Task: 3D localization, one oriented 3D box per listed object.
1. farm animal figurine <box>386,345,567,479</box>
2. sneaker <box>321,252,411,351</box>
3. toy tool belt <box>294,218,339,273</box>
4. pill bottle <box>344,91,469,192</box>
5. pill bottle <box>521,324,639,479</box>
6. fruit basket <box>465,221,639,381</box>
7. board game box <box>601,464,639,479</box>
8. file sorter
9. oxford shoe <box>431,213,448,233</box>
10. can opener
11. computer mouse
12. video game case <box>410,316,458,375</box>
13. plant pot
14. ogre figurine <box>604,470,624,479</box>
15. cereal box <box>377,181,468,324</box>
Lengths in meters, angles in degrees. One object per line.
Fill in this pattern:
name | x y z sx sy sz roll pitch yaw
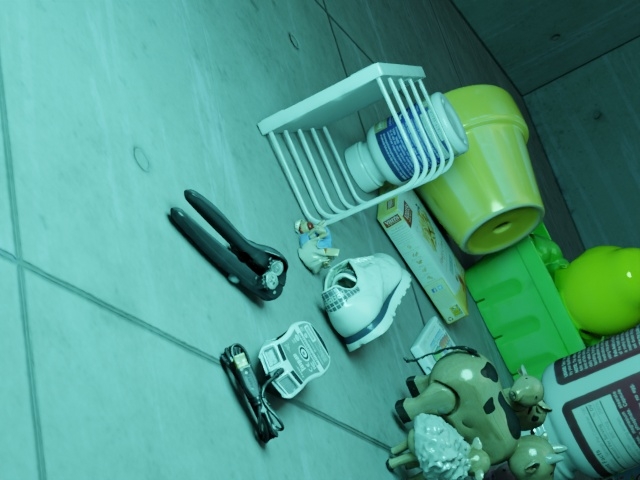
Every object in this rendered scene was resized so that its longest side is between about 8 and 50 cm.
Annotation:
farm animal figurine | 0.244 0.267 1.599 0.326 0.172 0.330 53 27 -25
sneaker | 0.058 0.058 1.584 0.095 0.090 0.235 50 19 -10
toy tool belt | 0.000 0.000 1.547 0.052 0.051 0.083 46 25 -41
pill bottle | 0.140 -0.156 1.915 0.112 0.187 0.112 52 21 -30
pill bottle | 0.530 0.285 2.041 0.224 0.392 0.224 52 22 -31
fruit basket | 0.506 0.110 2.261 0.392 0.392 0.283 64 19 1
board game box | 0.653 0.525 2.187 0.086 0.302 0.308 59 19 -12
file sorter | 0.068 -0.141 1.705 0.173 0.193 0.278 66 19 0
oxford shoe | 0.233 -0.113 2.280 0.096 0.083 0.227 -2 64 -61
can opener | -0.101 0.009 1.284 0.186 0.073 0.059 40 68 -44
computer mouse | -0.044 0.143 1.261 0.106 0.042 0.193 59 24 2
video game case | 0.202 0.204 1.838 0.143 0.019 0.157 56 21 -2
plant pot | 0.281 -0.113 2.101 0.254 0.254 0.239 29 33 -59
ogre figurine | 0.632 0.464 2.556 0.118 0.097 0.197 70 24 -47
cereal box | 0.179 0.008 2.017 0.240 0.047 0.173 56 18 -21
